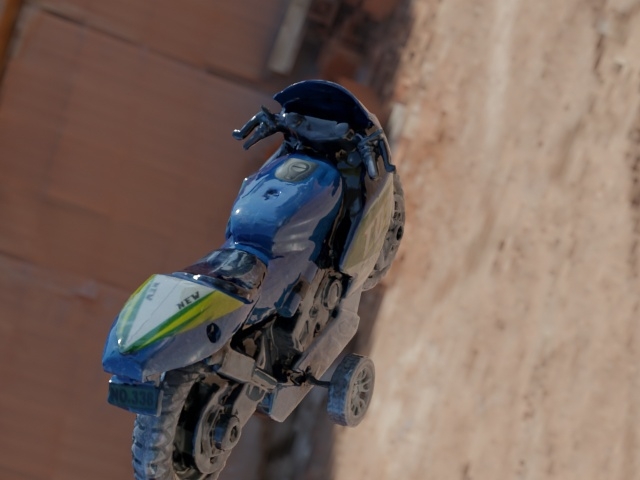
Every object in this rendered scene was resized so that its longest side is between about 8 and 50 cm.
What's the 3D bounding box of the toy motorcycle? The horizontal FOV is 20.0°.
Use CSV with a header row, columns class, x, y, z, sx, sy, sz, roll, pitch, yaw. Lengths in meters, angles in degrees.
class,x,y,z,sx,sy,sz,roll,pitch,yaw
toy motorcycle,-0.020,0.013,0.828,0.254,0.092,0.135,-49,-36,-47
